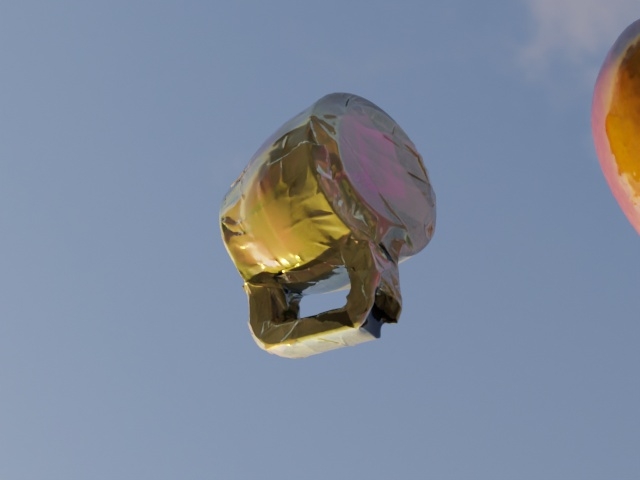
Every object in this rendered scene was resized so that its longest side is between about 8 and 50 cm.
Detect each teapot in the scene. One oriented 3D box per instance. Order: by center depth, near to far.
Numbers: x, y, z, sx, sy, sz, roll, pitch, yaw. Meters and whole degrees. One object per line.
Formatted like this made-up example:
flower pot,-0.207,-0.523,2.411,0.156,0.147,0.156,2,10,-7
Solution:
teapot,0.008,-0.003,1.550,0.178,0.163,0.222,-31,-104,38

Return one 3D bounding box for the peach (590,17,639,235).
peach,0.359,-0.076,1.422,0.238,0.281,0.281,-27,-108,3
